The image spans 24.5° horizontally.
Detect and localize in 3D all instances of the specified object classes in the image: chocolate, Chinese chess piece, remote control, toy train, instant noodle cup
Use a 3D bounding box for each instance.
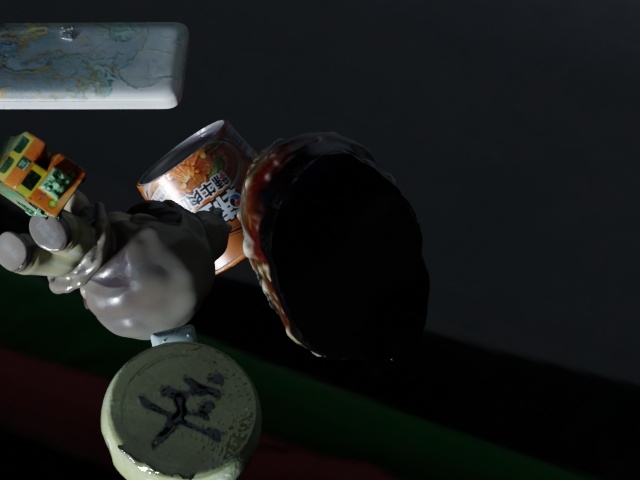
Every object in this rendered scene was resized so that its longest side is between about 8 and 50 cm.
[{"bbox_3d":[0.000,0.000,2.038,0.225,0.340,0.210,-31,-150,-13],"label":"chocolate"},{"bbox_3d":[-0.162,0.209,1.720,0.189,0.083,0.188,3,-121,-5],"label":"Chinese chess piece"},{"bbox_3d":[-0.178,0.195,1.938,0.061,0.162,0.029,-14,-174,-23],"label":"remote control"},{"bbox_3d":[-0.342,-0.074,1.739,0.099,0.072,0.188,33,170,-19],"label":"toy train"},{"bbox_3d":[-0.184,-0.080,2.563,0.192,0.250,0.250,54,-166,-15],"label":"instant noodle cup"}]

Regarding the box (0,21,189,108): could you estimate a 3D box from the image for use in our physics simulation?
[{"bbox_3d":[-0.329,-0.245,2.056,0.285,0.044,0.142,0,-120,5],"label":"box"}]

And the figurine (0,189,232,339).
[{"bbox_3d":[-0.302,0.029,2.210,0.381,0.248,0.203,17,-158,-51],"label":"figurine"}]
